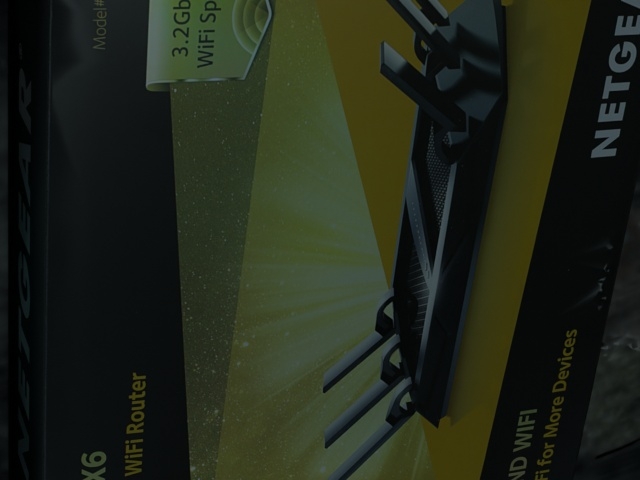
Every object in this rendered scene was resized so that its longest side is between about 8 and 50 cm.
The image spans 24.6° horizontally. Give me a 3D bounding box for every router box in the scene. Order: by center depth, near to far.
[{"bbox_3d":[0.000,0.000,0.595,0.242,0.081,0.309,-5,118,-20],"label":"router box"}]
